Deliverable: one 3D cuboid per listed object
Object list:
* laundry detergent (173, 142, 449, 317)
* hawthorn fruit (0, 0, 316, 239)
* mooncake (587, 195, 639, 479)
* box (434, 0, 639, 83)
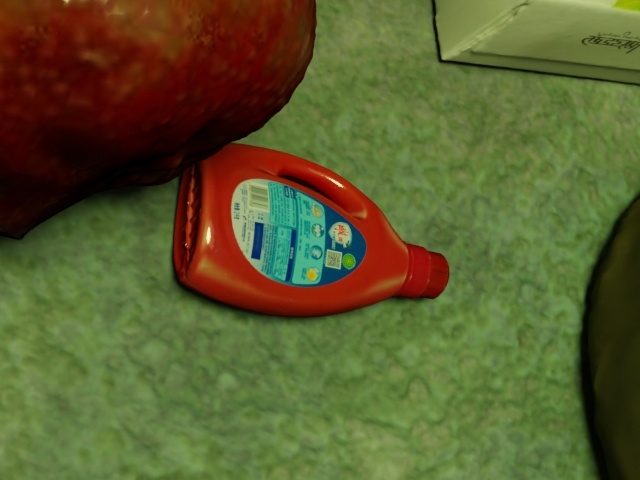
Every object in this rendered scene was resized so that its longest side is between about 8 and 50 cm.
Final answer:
[{"bbox_3d":[0.000,0.000,0.598,0.165,0.049,0.097,12,67,-26],"label":"laundry detergent"},{"bbox_3d":[-0.139,-0.135,0.485,0.230,0.210,0.266,-23,73,-16],"label":"hawthorn fruit"},{"bbox_3d":[0.375,0.091,0.653,0.393,0.246,0.394,31,61,-9],"label":"mooncake"},{"bbox_3d":[0.175,-0.251,0.718,0.195,0.111,0.260,0,74,-27],"label":"box"}]
